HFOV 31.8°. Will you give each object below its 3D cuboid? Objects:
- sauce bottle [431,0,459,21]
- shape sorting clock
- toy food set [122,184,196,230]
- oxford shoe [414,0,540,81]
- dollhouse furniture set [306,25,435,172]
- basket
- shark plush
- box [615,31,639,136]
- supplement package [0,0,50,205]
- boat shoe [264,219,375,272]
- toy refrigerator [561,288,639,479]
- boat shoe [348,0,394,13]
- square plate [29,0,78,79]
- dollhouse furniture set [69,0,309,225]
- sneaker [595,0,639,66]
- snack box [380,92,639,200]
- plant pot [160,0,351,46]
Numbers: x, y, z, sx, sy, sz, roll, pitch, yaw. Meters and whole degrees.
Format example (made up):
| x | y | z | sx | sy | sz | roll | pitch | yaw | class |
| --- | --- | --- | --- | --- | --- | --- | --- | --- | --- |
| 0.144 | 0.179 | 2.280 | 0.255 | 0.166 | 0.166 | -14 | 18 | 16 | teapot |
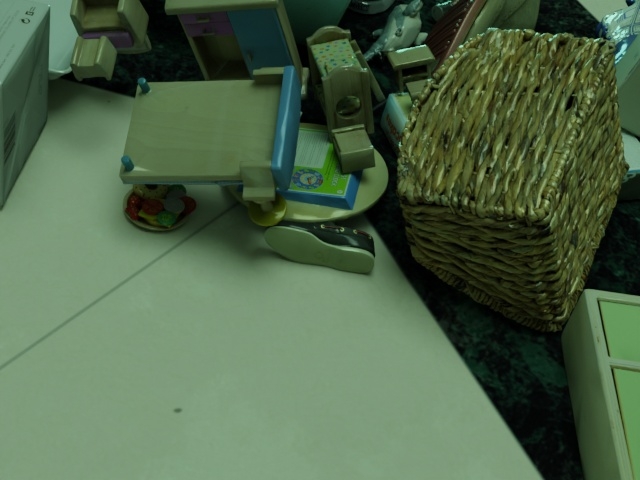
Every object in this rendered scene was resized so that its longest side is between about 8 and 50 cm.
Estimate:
| x | y | z | sx | sy | sz | roll | pitch | yaw | class |
| --- | --- | --- | --- | --- | --- | --- | --- | --- | --- |
| 0.225 | -0.368 | 1.741 | 0.128 | 0.042 | 0.042 | -23 | 54 | -34 | sauce bottle |
| -0.019 | -0.084 | 1.384 | 0.206 | 0.040 | 0.206 | 0 | 38 | 0 | shape sorting clock |
| -0.189 | -0.043 | 1.313 | 0.082 | 0.020 | 0.083 | 21 | 43 | 7 | toy food set |
| 0.254 | -0.316 | 1.642 | 0.130 | 0.123 | 0.348 | 43 | 58 | -13 | oxford shoe |
| 0.080 | -0.190 | 1.389 | 0.161 | 0.101 | 0.182 | -12 | 39 | -5 | dollhouse furniture set |
| 0.220 | -0.074 | 1.327 | 0.213 | 0.223 | 0.299 | 10 | 55 | 27 | basket |
| 0.100 | -0.293 | 1.646 | 0.067 | 0.073 | 0.161 | 18 | 61 | 33 | shark plush |
| 0.520 | -0.163 | 1.508 | 0.275 | 0.113 | 0.094 | 29 | 35 | -5 | box |
| -0.475 | -0.185 | 1.271 | 0.293 | 0.177 | 0.175 | 12 | 42 | -1 | supplement package |
| -0.001 | 0.001 | 1.296 | 0.133 | 0.049 | 0.042 | 14 | 46 | -11 | boat shoe |
| 0.328 | 0.178 | 1.166 | 0.102 | 0.094 | 0.269 | 9 | 43 | -5 | toy refrigerator |
| 0.113 | -0.475 | 1.776 | 0.113 | 0.105 | 0.306 | 26 | 45 | 12 | boat shoe |
| -0.435 | -0.329 | 1.505 | 0.347 | 0.049 | 0.344 | 16 | 38 | 5 | square plate |
| -0.153 | -0.134 | 1.342 | 0.286 | 0.198 | 0.303 | -1 | 61 | 10 | dollhouse furniture set |
| 0.465 | -0.281 | 1.688 | 0.131 | 0.112 | 0.296 | 17 | 39 | 29 | sneaker |
| 0.261 | -0.124 | 1.484 | 0.322 | 0.060 | 0.187 | -5 | 46 | -19 | snack box |
| -0.069 | -0.399 | 1.558 | 0.255 | 0.272 | 0.272 | 27 | 43 | -9 | plant pot |
